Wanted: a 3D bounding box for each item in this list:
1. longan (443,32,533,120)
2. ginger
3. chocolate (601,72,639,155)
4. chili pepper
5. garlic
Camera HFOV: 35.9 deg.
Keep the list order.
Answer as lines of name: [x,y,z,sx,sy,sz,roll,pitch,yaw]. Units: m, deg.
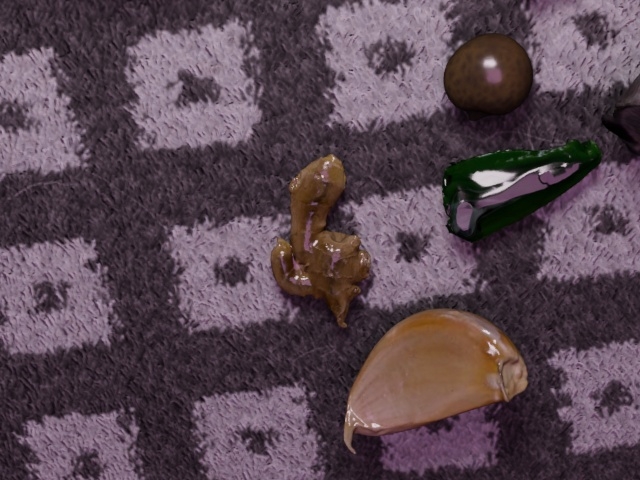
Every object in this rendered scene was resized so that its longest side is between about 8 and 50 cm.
longan: [0.206,-0.199,1.214,0.113,0.092,0.113,-1,116,-3]
ginger: [0.010,-0.004,1.288,0.133,0.059,0.214,18,102,5]
chocolate: [0.510,-0.170,1.126,0.303,0.303,0.213,29,87,-6]
chili pepper: [0.252,-0.076,1.260,0.216,0.062,0.108,-25,102,5]
garlic: [0.141,0.179,1.276,0.244,0.164,0.145,-25,119,13]
